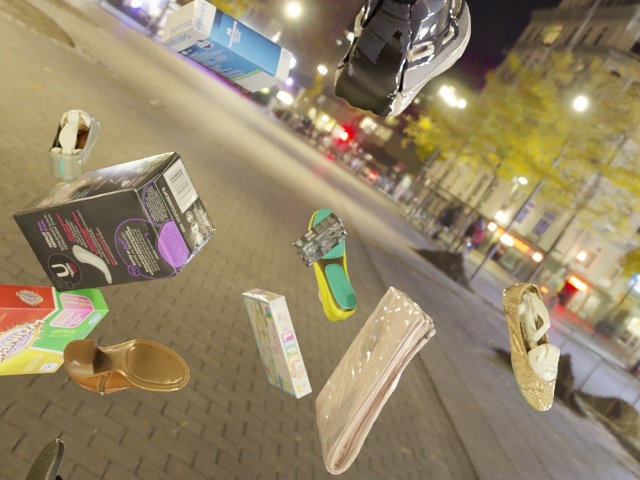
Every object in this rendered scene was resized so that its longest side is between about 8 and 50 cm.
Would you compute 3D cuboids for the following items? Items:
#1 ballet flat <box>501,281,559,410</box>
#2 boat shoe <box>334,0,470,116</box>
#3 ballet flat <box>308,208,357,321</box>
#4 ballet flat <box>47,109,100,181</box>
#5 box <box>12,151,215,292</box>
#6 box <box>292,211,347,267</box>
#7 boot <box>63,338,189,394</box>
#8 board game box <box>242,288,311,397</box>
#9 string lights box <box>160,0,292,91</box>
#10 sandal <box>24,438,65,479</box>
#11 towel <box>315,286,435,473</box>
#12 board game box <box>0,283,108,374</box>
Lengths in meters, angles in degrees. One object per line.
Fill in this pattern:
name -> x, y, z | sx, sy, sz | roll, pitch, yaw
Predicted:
ballet flat -> 0.329, 0.156, 1.179 | 0.073, 0.067, 0.206 | 6, 59, -29
boat shoe -> 0.134, -0.295, 0.953 | 0.127, 0.158, 0.340 | 26, 43, 5
ballet flat -> 0.013, 0.052, 1.471 | 0.077, 0.077, 0.231 | 1, 58, -25
ballet flat -> -0.424, -0.185, 1.321 | 0.072, 0.068, 0.213 | 0, 41, -8
box -> -0.345, -0.028, 1.289 | 0.165, 0.270, 0.143 | 69, 29, -24
box -> 0.000, 0.000, 1.213 | 0.018, 0.083, 0.067 | 49, -6, 29
boot -> -0.300, 0.209, 1.202 | 0.197, 0.073, 0.152 | 14, -28, -1
board game box -> -0.068, 0.154, 1.159 | 0.103, 0.026, 0.154 | 8, -64, 61
string lights box -> -0.205, -0.425, 1.692 | 0.259, 0.077, 0.133 | 23, -18, -39
sandal -> -0.678, 0.699, 1.821 | 0.107, 0.167, 0.446 | 32, 45, -31
towel -> 0.093, 0.248, 1.447 | 0.053, 0.317, 0.332 | 33, 3, -5
board game box -> -0.654, 0.196, 1.636 | 0.316, 0.242, 0.064 | 8, 42, -54
